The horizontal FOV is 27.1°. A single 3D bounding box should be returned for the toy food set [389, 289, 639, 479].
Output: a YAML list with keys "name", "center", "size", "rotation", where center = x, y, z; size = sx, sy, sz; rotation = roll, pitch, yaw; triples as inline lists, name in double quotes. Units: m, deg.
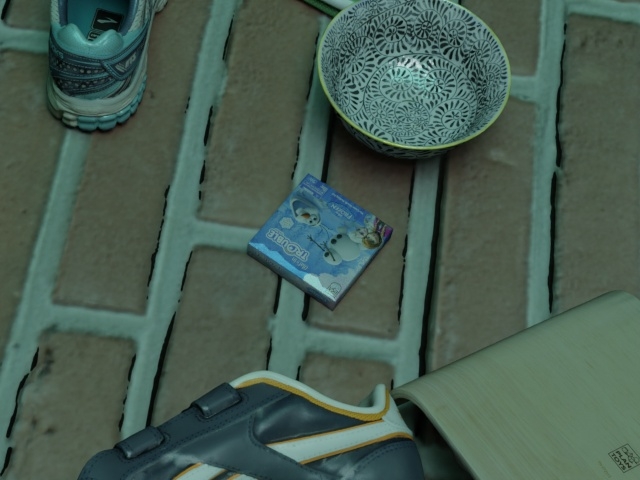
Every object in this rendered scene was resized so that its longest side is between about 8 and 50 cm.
- name: "toy food set"
  center: [0.217, 0.187, 0.995]
  size: [0.220, 0.092, 0.306]
  rotation: [-21, 56, -26]

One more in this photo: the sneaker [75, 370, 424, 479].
- name: "sneaker"
  center: [-0.082, 0.171, 0.957]
  size: [0.321, 0.126, 0.127]
  rotation: [-2, 64, -20]

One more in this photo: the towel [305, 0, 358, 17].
- name: "towel"
  center: [0.028, -0.368, 1.330]
  size: [0.248, 0.038, 0.325]
  rotation: [29, 61, 10]

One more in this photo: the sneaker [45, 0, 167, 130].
- name: "sneaker"
  center: [-0.182, -0.242, 1.180]
  size: [0.110, 0.122, 0.283]
  rotation: [3, 60, -6]

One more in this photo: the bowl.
- name: "bowl"
  center: [0.077, -0.131, 1.174]
  size: [0.170, 0.080, 0.170]
  rotation: [3, 61, -6]

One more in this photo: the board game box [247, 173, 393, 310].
- name: "board game box"
  center: [0.000, 0.000, 1.124]
  size: [0.090, 0.020, 0.090]
  rotation: [33, 63, 11]
